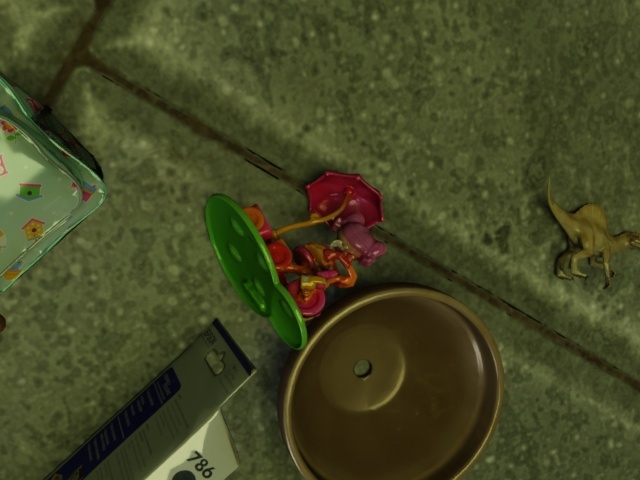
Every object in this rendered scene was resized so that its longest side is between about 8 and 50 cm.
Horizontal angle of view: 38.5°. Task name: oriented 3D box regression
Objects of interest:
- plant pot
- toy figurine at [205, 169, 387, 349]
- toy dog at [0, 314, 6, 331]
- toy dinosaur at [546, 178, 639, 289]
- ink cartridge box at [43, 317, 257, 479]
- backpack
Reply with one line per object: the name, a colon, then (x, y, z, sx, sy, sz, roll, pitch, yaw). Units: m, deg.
plant pot: (0.061, 0.151, 0.954, 0.237, 0.110, 0.237, -4, 102, -17)
toy figurine: (0.000, 0.000, 0.888, 0.159, 0.173, 0.130, -26, 153, -23)
toy dog: (-0.340, 0.165, 0.722, 0.220, 0.161, 0.334, 17, 71, -59)
toy dinosaur: (0.297, -0.001, 1.041, 0.183, 0.053, 0.093, 22, 79, -29)
ink cartridge box: (-0.183, 0.226, 0.858, 0.332, 0.165, 0.065, -43, 111, -4)
backpack: (-0.295, -0.060, 0.772, 0.166, 0.144, 0.188, -41, 104, -1)
